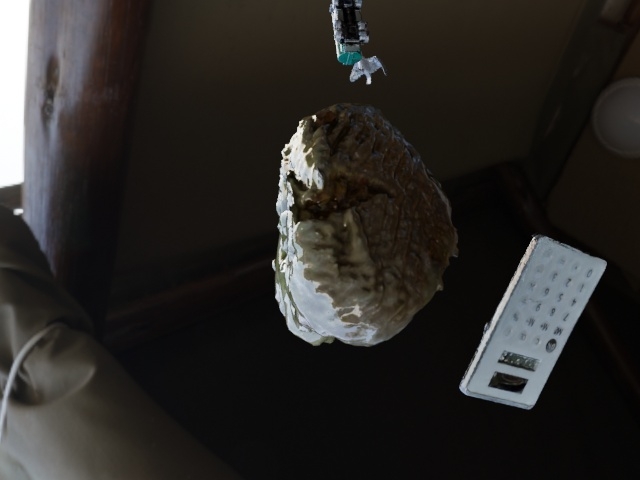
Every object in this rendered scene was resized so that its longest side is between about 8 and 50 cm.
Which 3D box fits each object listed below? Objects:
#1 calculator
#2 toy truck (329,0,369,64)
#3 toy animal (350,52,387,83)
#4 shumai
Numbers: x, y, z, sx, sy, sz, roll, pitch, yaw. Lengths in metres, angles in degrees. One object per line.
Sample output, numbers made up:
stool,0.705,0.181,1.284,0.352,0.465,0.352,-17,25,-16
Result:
calculator,0.311,0.127,0.958,0.161,0.261,0.021,18,-170,-31
toy truck,0.032,-0.257,0.790,0.039,0.044,0.083,-1,-116,-11
toy animal,0.060,-0.252,0.943,0.050,0.028,0.084,44,161,-31
shumai,-0.003,0.001,0.804,0.217,0.283,0.345,28,-132,-25
